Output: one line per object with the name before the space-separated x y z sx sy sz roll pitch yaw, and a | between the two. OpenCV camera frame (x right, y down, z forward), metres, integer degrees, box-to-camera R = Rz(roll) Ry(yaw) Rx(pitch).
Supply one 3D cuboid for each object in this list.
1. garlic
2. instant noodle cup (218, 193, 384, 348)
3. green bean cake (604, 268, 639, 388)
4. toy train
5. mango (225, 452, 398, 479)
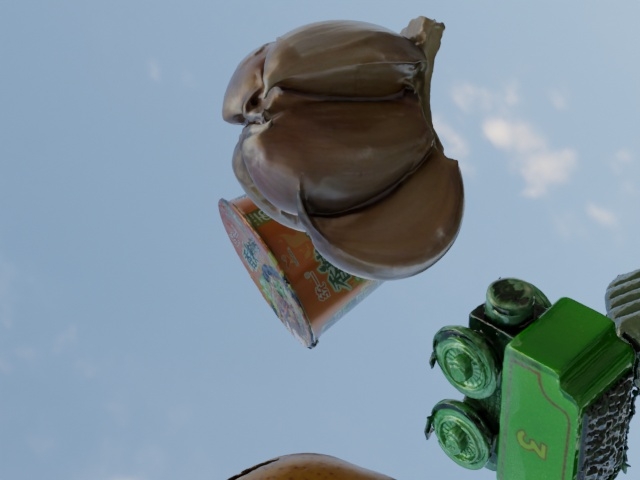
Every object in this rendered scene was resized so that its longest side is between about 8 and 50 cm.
garlic | 0.013 -0.072 1.333 0.191 0.160 0.214 -15 -81 -22
instant noodle cup | 0.000 0.000 2.141 0.182 0.230 0.230 -32 -96 -13
green bean cake | 0.450 0.157 2.083 0.222 0.125 0.227 -81 -29 -72
toy train | 0.214 0.157 1.642 0.188 0.243 0.132 27 -134 32
mango | -0.040 0.277 1.269 0.191 0.290 0.160 58 172 6
